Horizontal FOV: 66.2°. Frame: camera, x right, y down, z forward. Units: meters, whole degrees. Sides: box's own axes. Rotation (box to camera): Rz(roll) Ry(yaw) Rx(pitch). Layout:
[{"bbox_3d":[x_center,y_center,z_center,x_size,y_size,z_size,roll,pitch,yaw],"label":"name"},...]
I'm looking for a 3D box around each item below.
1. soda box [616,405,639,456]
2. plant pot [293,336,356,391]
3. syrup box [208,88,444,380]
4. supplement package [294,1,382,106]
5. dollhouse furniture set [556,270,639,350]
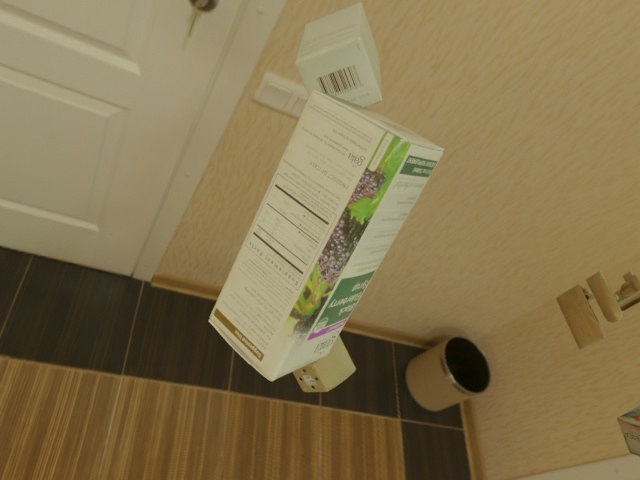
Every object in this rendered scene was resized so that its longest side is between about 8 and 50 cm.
[{"bbox_3d":[0.563,0.274,0.764,0.183,0.058,0.062,-20,88,-12],"label":"soda box"},{"bbox_3d":[-0.004,0.282,1.111,0.096,0.109,0.109,-42,111,-49],"label":"plant pot"},{"bbox_3d":[0.000,0.000,0.440,0.096,0.236,0.093,36,21,26],"label":"syrup box"},{"bbox_3d":[0.033,-0.288,0.785,0.179,0.105,0.105,-84,152,-49],"label":"supplement package"},{"bbox_3d":[0.604,0.148,0.988,0.151,0.144,0.123,19,44,-24],"label":"dollhouse furniture set"}]
